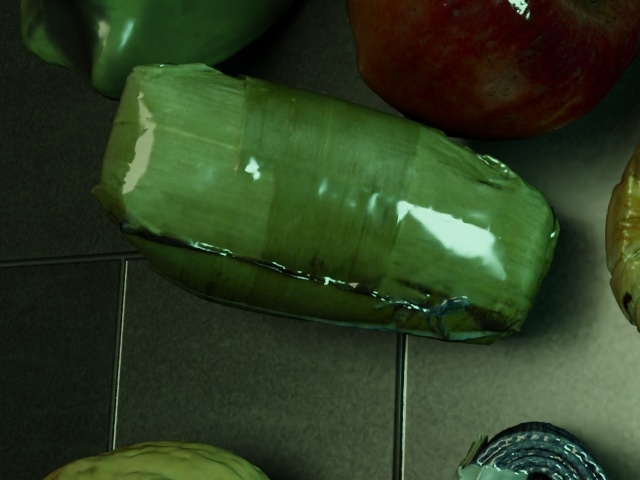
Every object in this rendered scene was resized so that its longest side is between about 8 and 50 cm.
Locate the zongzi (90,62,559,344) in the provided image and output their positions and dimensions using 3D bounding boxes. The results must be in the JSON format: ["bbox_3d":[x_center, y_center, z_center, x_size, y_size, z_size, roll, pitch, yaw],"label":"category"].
[{"bbox_3d":[0.000,0.000,1.064,0.356,0.393,0.174,17,76,-2],"label":"zongzi"}]

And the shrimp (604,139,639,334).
[{"bbox_3d":[0.280,-0.045,0.917,0.145,0.061,0.267,-6,79,43],"label":"shrimp"}]

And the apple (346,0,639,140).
[{"bbox_3d":[0.132,-0.181,0.941,0.234,0.234,0.234,-7,76,33],"label":"apple"}]

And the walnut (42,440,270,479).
[{"bbox_3d":[-0.143,0.279,1.046,0.261,0.225,0.224,-17,71,25],"label":"walnut"}]

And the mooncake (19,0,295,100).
[{"bbox_3d":[-0.157,-0.311,1.091,0.187,0.351,0.351,36,101,36],"label":"mooncake"}]

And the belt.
[{"bbox_3d":[0.143,0.250,0.911,0.140,0.126,0.230,15,88,12],"label":"belt"}]
